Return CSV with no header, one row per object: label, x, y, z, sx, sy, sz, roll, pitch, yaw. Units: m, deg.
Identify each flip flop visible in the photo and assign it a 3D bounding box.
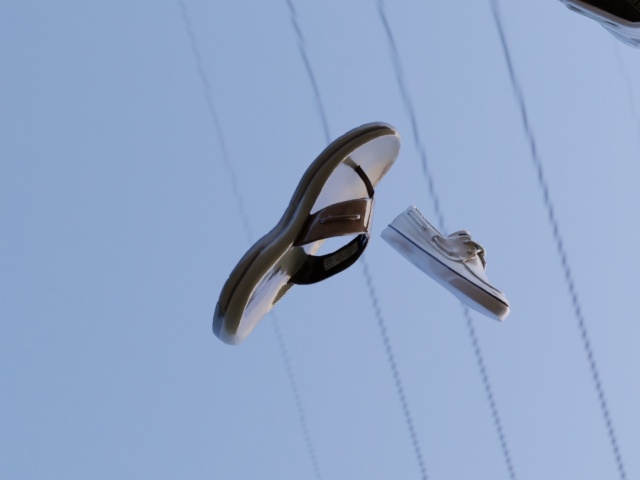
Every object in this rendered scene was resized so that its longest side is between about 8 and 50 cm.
flip flop,0.000,0.000,1.367,0.080,0.112,0.277,29,-118,21

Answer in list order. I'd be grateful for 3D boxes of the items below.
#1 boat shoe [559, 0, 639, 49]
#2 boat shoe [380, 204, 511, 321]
boat shoe,0.187,-0.253,1.162,0.267,0.088,0.096,47,-74,17
boat shoe,0.078,0.010,0.823,0.035,0.100,0.035,-51,-41,-2
